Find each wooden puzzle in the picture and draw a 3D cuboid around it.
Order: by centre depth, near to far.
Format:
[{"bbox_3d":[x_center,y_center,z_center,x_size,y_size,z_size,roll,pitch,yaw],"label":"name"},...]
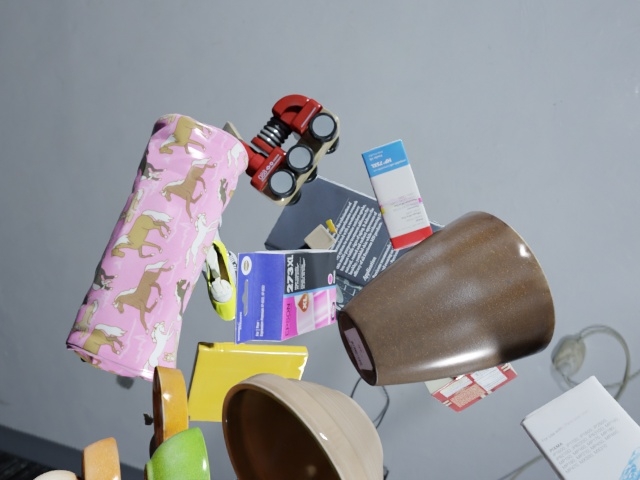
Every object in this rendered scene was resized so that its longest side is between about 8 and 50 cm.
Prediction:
[{"bbox_3d":[0.000,0.000,1.652,0.116,0.014,0.078,-36,71,4],"label":"wooden puzzle"}]

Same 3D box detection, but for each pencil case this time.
[{"bbox_3d":[-0.228,0.006,0.856,0.167,0.160,0.386,-12,59,60],"label":"pencil case"}]

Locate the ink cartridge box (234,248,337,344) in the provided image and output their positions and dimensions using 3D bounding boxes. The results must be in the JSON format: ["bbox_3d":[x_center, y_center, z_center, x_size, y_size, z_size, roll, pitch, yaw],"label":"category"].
[{"bbox_3d":[-0.060,0.109,1.237,0.069,0.371,0.175,2,91,25],"label":"ink cartridge box"}]

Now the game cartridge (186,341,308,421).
[{"bbox_3d":[-0.225,0.424,1.732,0.324,0.052,0.285,8,119,-18],"label":"game cartridge"}]

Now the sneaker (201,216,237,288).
[{"bbox_3d":[-0.392,0.033,1.933,0.137,0.210,0.365,-15,92,16],"label":"sneaker"}]

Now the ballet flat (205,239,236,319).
[{"bbox_3d":[-0.277,0.102,1.574,0.077,0.077,0.231,-15,73,0],"label":"ballet flat"}]

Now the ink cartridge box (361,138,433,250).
[{"bbox_3d":[0.148,-0.066,1.085,0.078,0.134,0.231,-18,96,8],"label":"ink cartridge box"}]

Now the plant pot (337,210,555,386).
[{"bbox_3d":[0.148,0.100,0.784,0.230,0.215,0.215,-22,95,-16],"label":"plant pot"}]

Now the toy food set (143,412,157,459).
[{"bbox_3d":[-0.346,0.484,1.311,0.132,0.038,0.192,-14,83,47],"label":"toy food set"}]

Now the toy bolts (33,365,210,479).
[{"bbox_3d":[-0.218,0.261,0.605,0.158,0.218,0.228,-1,118,-22],"label":"toy bolts"}]

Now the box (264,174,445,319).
[{"bbox_3d":[0.111,0.077,1.909,0.472,0.480,0.297,25,69,13],"label":"box"}]

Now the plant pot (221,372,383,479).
[{"bbox_3d":[-0.005,0.252,0.685,0.237,0.110,0.237,26,127,40],"label":"plant pot"}]

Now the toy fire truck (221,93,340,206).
[{"bbox_3d":[-0.106,-0.217,1.237,0.246,0.158,0.217,36,88,7],"label":"toy fire truck"}]

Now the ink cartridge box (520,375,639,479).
[{"bbox_3d":[0.427,0.365,0.768,0.131,0.306,0.226,-35,132,6],"label":"ink cartridge box"}]

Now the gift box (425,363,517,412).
[{"bbox_3d":[0.402,0.314,1.733,0.255,0.276,0.258,-33,47,9],"label":"gift box"}]

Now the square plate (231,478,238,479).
[{"bbox_3d":[-0.245,0.543,0.923,0.049,0.344,0.347,31,91,30],"label":"square plate"}]
